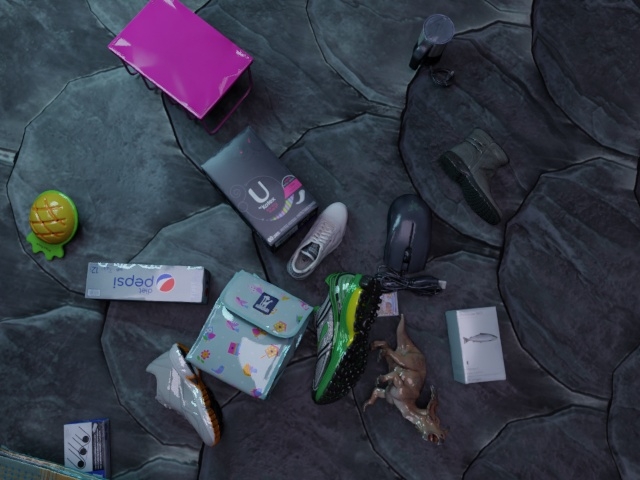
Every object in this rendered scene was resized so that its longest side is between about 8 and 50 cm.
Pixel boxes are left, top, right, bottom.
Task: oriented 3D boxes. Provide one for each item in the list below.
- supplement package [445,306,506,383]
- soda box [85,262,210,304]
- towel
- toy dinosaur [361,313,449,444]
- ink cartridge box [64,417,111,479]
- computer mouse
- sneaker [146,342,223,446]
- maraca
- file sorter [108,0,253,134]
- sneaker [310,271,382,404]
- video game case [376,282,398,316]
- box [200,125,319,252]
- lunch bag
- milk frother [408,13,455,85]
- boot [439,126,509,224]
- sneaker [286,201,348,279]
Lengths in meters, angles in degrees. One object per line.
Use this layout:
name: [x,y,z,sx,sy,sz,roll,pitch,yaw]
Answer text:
supplement package: [0.388,0.261,1.404,0.105,0.105,0.179,-6,81,-2]
soda box: [-0.427,0.110,1.398,0.286,0.098,0.091,2,80,-2]
towel: [-0.602,0.645,1.297,0.370,0.040,0.272,16,103,0]
toy dinosaur: [0.222,0.343,1.383,0.200,0.127,0.296,11,69,-8]
ink cartridge box: [-0.564,0.546,1.353,0.097,0.046,0.207,-5,82,-2]
computer mouse: [0.237,0.004,1.448,0.188,0.072,0.272,5,79,-3]
sneaker: [-0.335,0.392,1.370,0.121,0.099,0.263,-30,76,1]
maraca: [-0.682,-0.038,1.415,0.127,0.099,0.186,28,107,4]
file sorter: [-0.345,-0.443,1.442,0.290,0.182,0.202,38,81,3]
sneaker: [0.043,0.244,1.401,0.146,0.134,0.344,15,87,37]
video game case: [0.140,0.156,1.457,0.121,0.011,0.087,-3,81,-3]
box: [-0.151,-0.125,1.421,0.165,0.143,0.270,-42,85,-8]
lunch bag: [-0.163,0.226,1.360,0.223,0.160,0.262,26,77,10]
milk frother: [0.322,-0.505,1.501,0.143,0.135,0.129,24,82,1]
boot: [0.449,-0.178,1.489,0.161,0.083,0.247,-34,86,-12]
sneaker: [0.000,0.000,1.434,0.090,0.095,0.235,32,80,4]
